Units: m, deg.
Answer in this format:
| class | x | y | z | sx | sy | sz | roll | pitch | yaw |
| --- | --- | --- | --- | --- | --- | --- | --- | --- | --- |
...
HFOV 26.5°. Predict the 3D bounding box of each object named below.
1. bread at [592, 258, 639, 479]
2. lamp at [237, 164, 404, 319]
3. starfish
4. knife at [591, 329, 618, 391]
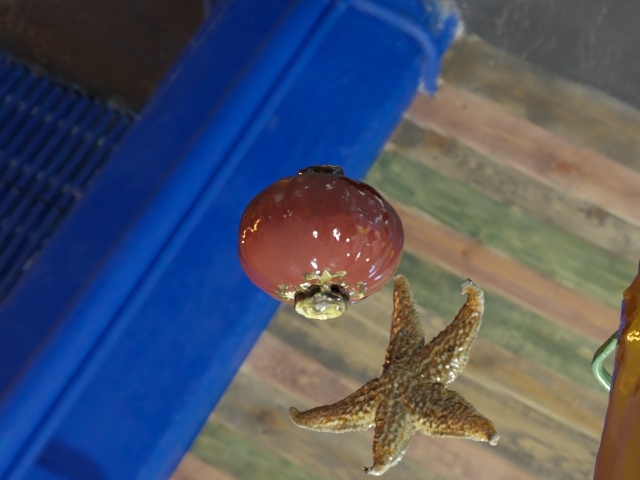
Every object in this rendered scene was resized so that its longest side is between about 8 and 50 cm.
| class | x | y | z | sx | sy | sz | roll | pitch | yaw |
| --- | --- | --- | --- | --- | --- | --- | --- | --- | --- |
| bread | 0.269 | 0.070 | 0.396 | 0.360 | 0.394 | 0.250 | -7 | 120 | -8 |
| lamp | 0.000 | 0.000 | 0.809 | 0.101 | 0.090 | 0.101 | -2 | 156 | -1 |
| starfish | 0.084 | 0.136 | 1.388 | 0.048 | 0.231 | 0.295 | 34 | 154 | -32 |
| knife | 0.257 | 0.125 | 0.849 | 0.212 | 0.015 | 0.054 | 30 | 130 | -7 |
